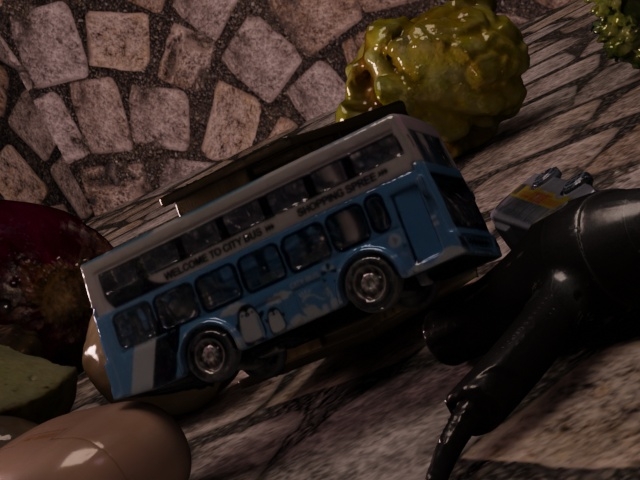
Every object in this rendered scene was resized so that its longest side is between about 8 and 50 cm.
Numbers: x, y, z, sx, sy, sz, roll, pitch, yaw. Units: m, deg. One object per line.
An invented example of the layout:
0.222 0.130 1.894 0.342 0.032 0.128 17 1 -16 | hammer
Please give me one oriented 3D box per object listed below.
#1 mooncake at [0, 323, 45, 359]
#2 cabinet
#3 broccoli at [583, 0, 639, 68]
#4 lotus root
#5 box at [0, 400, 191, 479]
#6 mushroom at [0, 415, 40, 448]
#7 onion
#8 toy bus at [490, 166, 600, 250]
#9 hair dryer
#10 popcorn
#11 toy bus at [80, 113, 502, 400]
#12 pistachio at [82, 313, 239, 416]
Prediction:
-0.409 0.182 1.767 0.228 0.124 0.228 -25 9 4 | mooncake
0.000 0.000 1.324 0.148 0.174 0.215 -23 1 30 | cabinet
0.462 -0.309 1.904 0.397 0.275 0.353 -58 7 -34 | broccoli
-0.364 0.205 1.495 0.314 0.142 0.210 -37 -31 -48 | lotus root
-0.188 0.184 1.197 0.200 0.088 0.146 -18 12 48 | box
-0.303 0.216 1.336 0.188 0.117 0.141 -33 -2 -8 | mushroom
-0.419 0.073 2.031 0.337 0.260 0.282 -34 6 -34 | onion
0.199 -0.014 1.301 0.075 0.064 0.190 -40 9 -4 | toy bus
0.110 0.073 1.014 0.235 0.091 0.272 -32 7 44 | hair dryer
0.154 -0.222 2.119 0.250 0.235 0.241 -43 23 32 | popcorn
-0.027 0.021 1.154 0.297 0.131 0.106 -25 -12 21 | toy bus
-0.143 0.102 1.437 0.185 0.124 0.124 -16 14 40 | pistachio
